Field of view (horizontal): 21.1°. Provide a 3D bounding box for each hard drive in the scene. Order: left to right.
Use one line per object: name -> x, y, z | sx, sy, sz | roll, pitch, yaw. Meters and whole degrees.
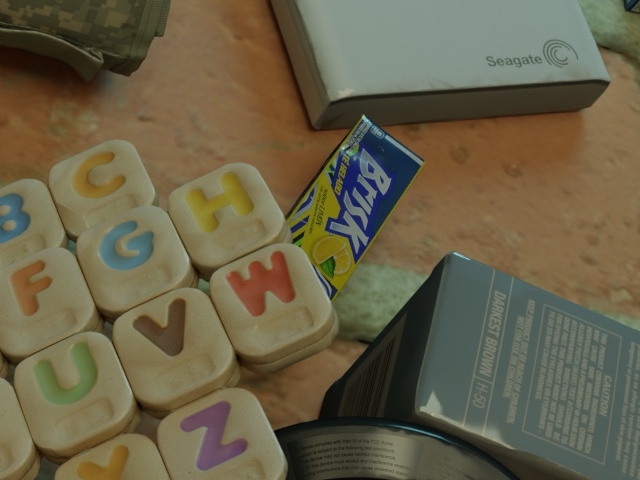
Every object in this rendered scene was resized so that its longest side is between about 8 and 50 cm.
hard drive -> 0.052, -0.250, 1.266 | 0.233, 0.047, 0.353 | -6, 66, -27

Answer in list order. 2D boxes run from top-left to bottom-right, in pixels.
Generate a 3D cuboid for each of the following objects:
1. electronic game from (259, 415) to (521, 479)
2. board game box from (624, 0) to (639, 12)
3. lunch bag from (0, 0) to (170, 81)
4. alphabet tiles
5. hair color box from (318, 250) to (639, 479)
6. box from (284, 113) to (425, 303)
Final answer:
electronic game -> 0.020, 0.197, 0.906 | 0.229, 0.229, 0.048 | 26, 20, -8
board game box -> 0.299, -0.265, 1.392 | 0.136, 0.035, 0.201 | 8, 59, -20
lunch bag -> -0.200, -0.258, 1.088 | 0.235, 0.169, 0.287 | 14, 65, -20
alphabet tiles -> -0.140, 0.059, 0.919 | 0.284, 0.021, 0.278 | -25, 48, -4
hair color box -> 0.193, 0.162, 1.008 | 0.374, 0.185, 0.113 | 24, 53, -10
box -> 0.000, 0.000, 1.092 | 0.054, 0.059, 0.169 | 37, 54, -4
